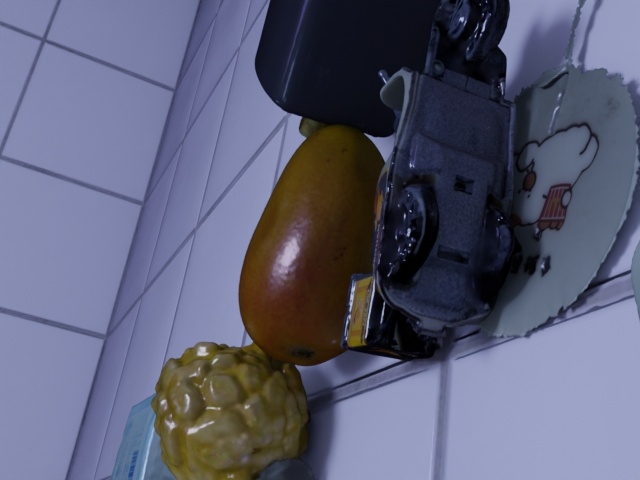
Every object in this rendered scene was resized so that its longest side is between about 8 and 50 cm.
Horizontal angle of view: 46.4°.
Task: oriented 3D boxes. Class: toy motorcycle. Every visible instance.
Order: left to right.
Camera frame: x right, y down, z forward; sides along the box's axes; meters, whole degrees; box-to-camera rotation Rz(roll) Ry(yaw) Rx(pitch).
[{"bbox_3d":[0.080,-0.051,0.537,0.157,0.091,0.263,145,137,-71],"label":"toy motorcycle"}]

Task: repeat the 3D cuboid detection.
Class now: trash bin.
[{"bbox_3d":[0.046,-0.266,0.715,0.209,0.182,0.290,-114,41,-59],"label":"trash bin"}]

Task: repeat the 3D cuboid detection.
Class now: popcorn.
[{"bbox_3d":[-0.086,0.174,0.703,0.180,0.170,0.180,-39,27,25],"label":"popcorn"}]

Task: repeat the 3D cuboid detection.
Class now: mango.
[{"bbox_3d":[0.002,0.002,0.664,0.151,0.120,0.221,18,90,65],"label":"mango"}]

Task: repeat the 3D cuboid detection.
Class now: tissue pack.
[{"bbox_3d":[-0.235,0.315,1.072,0.263,0.089,0.177,140,145,-60],"label":"tissue pack"}]

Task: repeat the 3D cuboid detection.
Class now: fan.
[{"bbox_3d":[0.159,-0.094,0.493,0.191,0.009,0.329,-179,104,-73],"label":"fan"}]

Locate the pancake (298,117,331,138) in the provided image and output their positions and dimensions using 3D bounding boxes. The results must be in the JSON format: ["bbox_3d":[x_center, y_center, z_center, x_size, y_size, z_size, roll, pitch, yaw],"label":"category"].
[{"bbox_3d":[0.032,-0.286,0.960,0.197,0.054,0.376,-1,70,68],"label":"pancake"}]

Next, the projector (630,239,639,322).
[{"bbox_3d":[0.200,0.049,0.151,0.257,0.079,0.259,-47,31,48],"label":"projector"}]

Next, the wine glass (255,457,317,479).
[{"bbox_3d":[0.021,0.203,0.519,0.262,0.074,0.074,-18,55,64],"label":"wine glass"}]
